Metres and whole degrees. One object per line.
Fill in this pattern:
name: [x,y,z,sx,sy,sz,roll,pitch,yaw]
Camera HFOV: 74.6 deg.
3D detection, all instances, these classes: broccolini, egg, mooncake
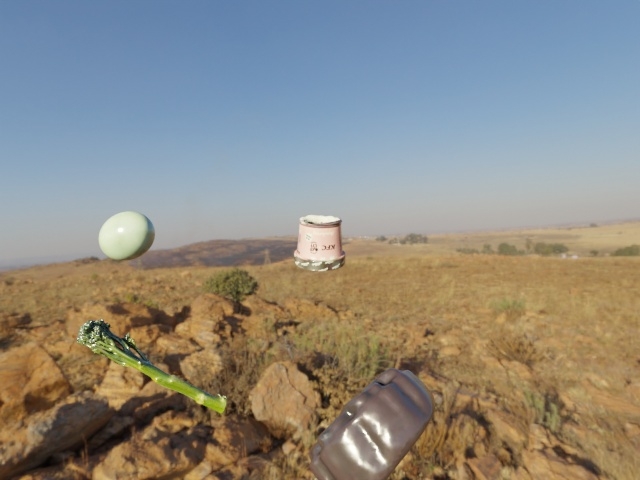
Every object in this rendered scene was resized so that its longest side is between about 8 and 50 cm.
broccolini: [-0.395,0.304,1.019,0.392,0.074,0.078,36,-30,-19]
egg: [-0.613,-0.013,1.331,0.192,0.150,0.149,-24,-10,29]
mooncake: [0.104,0.381,0.849,0.141,0.283,0.283,43,20,20]

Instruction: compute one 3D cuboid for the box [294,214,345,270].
box: [0.000,0.000,1.208,0.151,0.135,0.151,2,16,-1]
